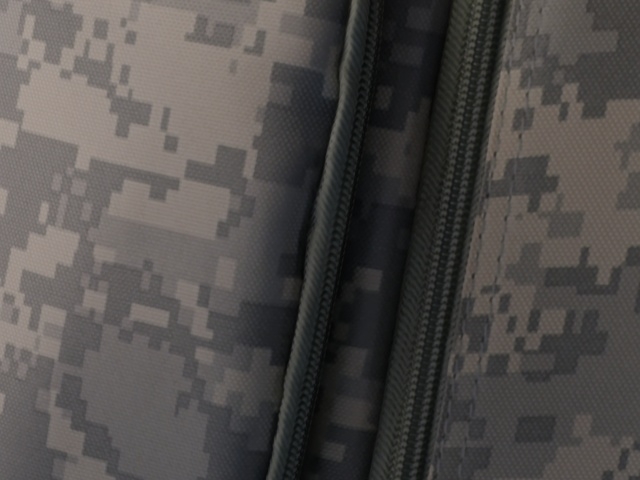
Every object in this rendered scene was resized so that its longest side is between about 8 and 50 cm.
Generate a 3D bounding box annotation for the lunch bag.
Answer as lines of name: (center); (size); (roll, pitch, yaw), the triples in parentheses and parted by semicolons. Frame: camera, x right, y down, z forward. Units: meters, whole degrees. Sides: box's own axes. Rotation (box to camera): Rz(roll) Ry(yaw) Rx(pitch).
lunch bag: (0.000, 0.000, 0.552); (0.256, 0.305, 0.212); (11, 5, 6)
